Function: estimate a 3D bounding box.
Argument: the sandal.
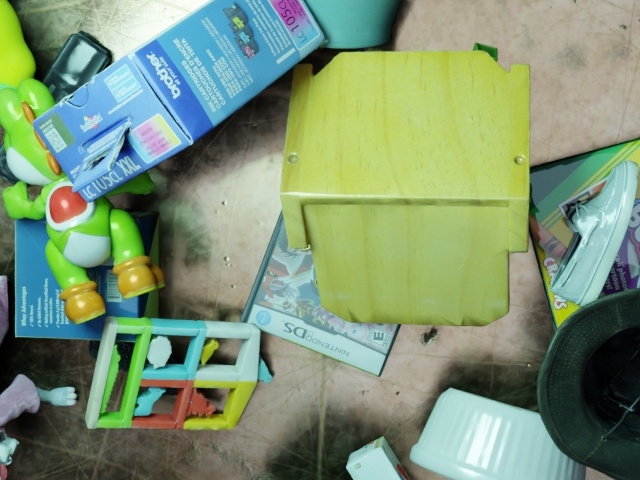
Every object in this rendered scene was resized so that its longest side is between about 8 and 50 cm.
[{"bbox_3d":[-0.297,0.199,1.939,0.179,0.040,0.067,25,103,0],"label":"sandal"}]

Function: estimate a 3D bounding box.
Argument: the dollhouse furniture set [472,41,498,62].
[{"bbox_3d":[0.237,-0.232,1.847,0.076,0.058,0.151,14,116,-2],"label":"dollhouse furniture set"}]

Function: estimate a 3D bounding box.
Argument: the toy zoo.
[{"bbox_3d":[-0.215,0.216,1.864,0.293,0.030,0.192,6,114,-25],"label":"toy zoo"}]

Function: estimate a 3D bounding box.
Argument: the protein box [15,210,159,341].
[{"bbox_3d":[-0.375,0.053,1.888,0.201,0.136,0.199,2,96,7],"label":"protein box"}]

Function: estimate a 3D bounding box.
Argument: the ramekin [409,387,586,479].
[{"bbox_3d":[0.282,0.314,1.776,0.273,0.273,0.127,15,86,5],"label":"ramekin"}]

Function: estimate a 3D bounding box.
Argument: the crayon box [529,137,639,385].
[{"bbox_3d":[0.497,0.027,1.796,0.313,0.106,0.362,-15,93,8],"label":"crayon box"}]

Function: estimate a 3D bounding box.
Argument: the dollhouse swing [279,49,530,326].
[{"bbox_3d":[0.142,-0.071,1.767,0.347,0.305,0.315,0,65,11],"label":"dollhouse swing"}]

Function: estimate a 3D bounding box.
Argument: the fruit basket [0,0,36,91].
[{"bbox_3d":[-0.599,-0.353,1.769,0.283,0.392,0.392,-10,94,8],"label":"fruit basket"}]

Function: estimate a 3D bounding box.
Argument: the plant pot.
[{"bbox_3d":[0.023,-0.429,1.749,0.272,0.271,0.255,6,111,6],"label":"plant pot"}]

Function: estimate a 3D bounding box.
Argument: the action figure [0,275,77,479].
[{"bbox_3d":[-0.563,0.214,1.870,0.248,0.276,0.370,-19,78,3],"label":"action figure"}]

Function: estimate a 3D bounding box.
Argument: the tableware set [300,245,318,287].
[{"bbox_3d":[0.000,0.000,1.860,0.104,0.024,0.154,-10,94,7],"label":"tableware set"}]

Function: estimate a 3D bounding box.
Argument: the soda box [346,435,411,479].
[{"bbox_3d":[0.128,0.432,1.892,0.069,0.074,0.216,-32,91,9],"label":"soda box"}]

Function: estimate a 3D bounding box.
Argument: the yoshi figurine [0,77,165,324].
[{"bbox_3d":[-0.375,-0.067,1.758,0.203,0.203,0.362,-20,95,43],"label":"yoshi figurine"}]

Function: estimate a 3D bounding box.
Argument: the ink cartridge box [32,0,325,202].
[{"bbox_3d":[-0.214,-0.210,1.630,0.270,0.395,0.151,-23,105,46],"label":"ink cartridge box"}]

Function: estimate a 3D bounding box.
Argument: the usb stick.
[{"bbox_3d":[-0.444,-0.215,1.920,0.077,0.045,0.278,34,98,-4],"label":"usb stick"}]

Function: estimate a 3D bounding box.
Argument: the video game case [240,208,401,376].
[{"bbox_3d":[0.031,0.051,1.890,0.248,0.035,0.274,21,97,5],"label":"video game case"}]

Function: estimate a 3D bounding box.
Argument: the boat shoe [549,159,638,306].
[{"bbox_3d":[0.398,-0.015,1.710,0.081,0.079,0.227,18,99,0],"label":"boat shoe"}]

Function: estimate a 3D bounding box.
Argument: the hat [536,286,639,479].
[{"bbox_3d":[0.458,0.189,1.697,0.331,0.134,0.331,-2,110,-7],"label":"hat"}]
